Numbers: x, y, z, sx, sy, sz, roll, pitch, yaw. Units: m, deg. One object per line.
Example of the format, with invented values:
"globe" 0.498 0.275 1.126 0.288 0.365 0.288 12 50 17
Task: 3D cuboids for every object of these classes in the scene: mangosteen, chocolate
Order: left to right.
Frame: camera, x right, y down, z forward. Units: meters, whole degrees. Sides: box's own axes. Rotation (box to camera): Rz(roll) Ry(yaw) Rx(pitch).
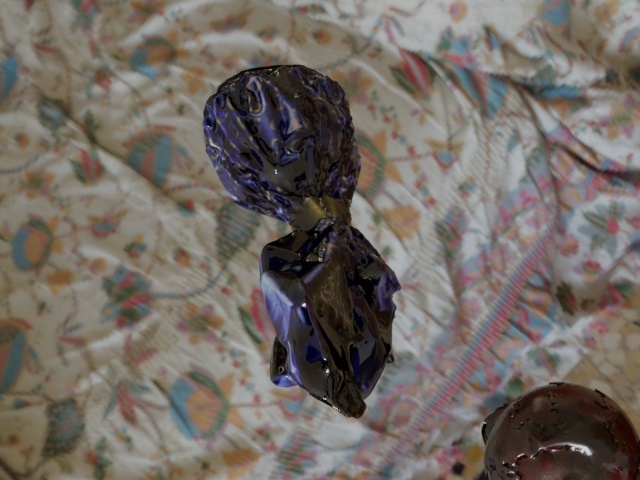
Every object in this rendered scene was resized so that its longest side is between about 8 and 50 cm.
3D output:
"chocolate" -0.002 0.004 0.942 0.126 0.148 0.343 -20 42 1
"mangosteen" 0.239 0.220 1.250 0.166 0.180 0.166 0 94 -3
